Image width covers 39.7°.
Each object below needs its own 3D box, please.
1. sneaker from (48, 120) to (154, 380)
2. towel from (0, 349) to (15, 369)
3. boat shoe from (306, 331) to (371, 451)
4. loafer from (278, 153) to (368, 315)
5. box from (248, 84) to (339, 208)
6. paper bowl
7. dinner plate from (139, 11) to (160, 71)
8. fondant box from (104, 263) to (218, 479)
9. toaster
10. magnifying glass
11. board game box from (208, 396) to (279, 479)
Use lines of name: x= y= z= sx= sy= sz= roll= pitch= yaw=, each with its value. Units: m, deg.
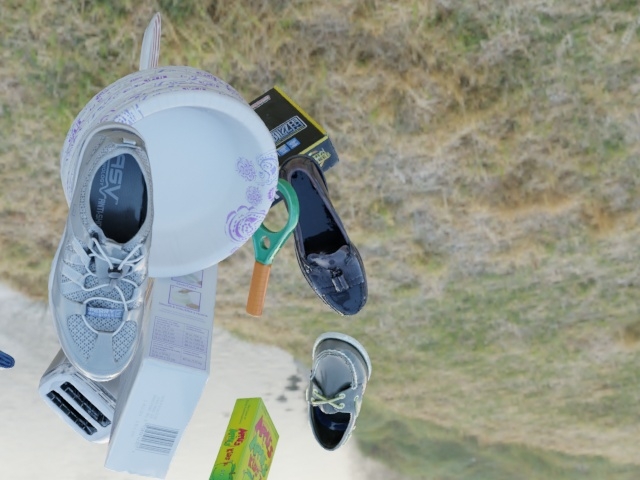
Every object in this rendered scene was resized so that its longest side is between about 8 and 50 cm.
sneaker: x=-0.231 y=0.016 z=0.937 sx=0.105 sy=0.281 sz=0.115 roll=0 pitch=-172 yaw=-18
towel: x=-0.600 y=0.214 z=1.585 sx=0.119 sy=0.029 sz=0.067 roll=-11 pitch=142 yaw=44
boat shoe: x=0.028 y=0.279 z=1.615 sx=0.109 sy=0.091 sz=0.305 roll=13 pitch=141 yaw=11
loafer: x=0.000 y=0.000 z=1.529 sx=0.109 sy=0.303 sz=0.095 roll=-21 pitch=-171 yaw=4
box: x=-0.157 y=-0.148 z=1.741 sx=0.322 sy=0.257 sz=0.079 roll=-33 pitch=132 yaw=-6
paper bowl: x=-0.211 y=-0.102 z=1.219 sx=0.284 sy=0.148 sz=0.284 roll=-14 pitch=127 yaw=-19
dinner plate: x=-0.264 y=-0.282 z=1.369 sx=0.017 sy=0.141 sz=0.141 roll=8 pitch=151 yaw=-5
fondant box: x=-0.233 y=0.151 z=1.339 sx=0.096 sy=0.330 sz=0.238 roll=15 pitch=126 yaw=-15
toaster: x=-0.401 y=0.252 z=1.589 sx=0.129 sy=0.146 sz=0.227 roll=-31 pitch=109 yaw=28
magnifying glass: x=-0.088 y=0.012 z=1.415 sx=0.092 sy=0.231 sz=0.026 roll=24 pitch=-157 yaw=32
board game box: x=-0.113 y=0.329 z=1.300 sx=0.043 sy=0.181 sz=0.092 roll=-7 pitch=126 yaw=19
